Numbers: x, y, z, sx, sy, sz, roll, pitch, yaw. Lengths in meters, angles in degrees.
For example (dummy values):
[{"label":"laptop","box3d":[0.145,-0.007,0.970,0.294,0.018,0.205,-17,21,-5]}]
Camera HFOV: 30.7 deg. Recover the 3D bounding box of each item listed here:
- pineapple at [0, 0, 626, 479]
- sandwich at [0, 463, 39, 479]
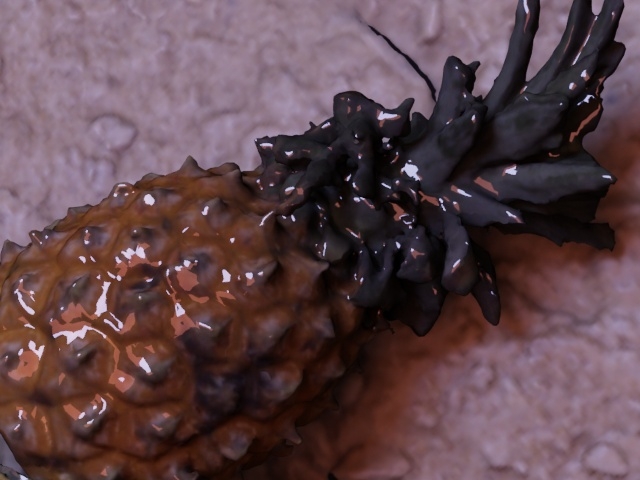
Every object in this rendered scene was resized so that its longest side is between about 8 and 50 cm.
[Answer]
[{"label":"pineapple","box3d":[0.000,0.000,0.552,0.340,0.169,0.169,-34,76,6]},{"label":"sandwich","box3d":[-0.188,0.170,0.559,0.273,0.249,0.095,23,57,19]}]
